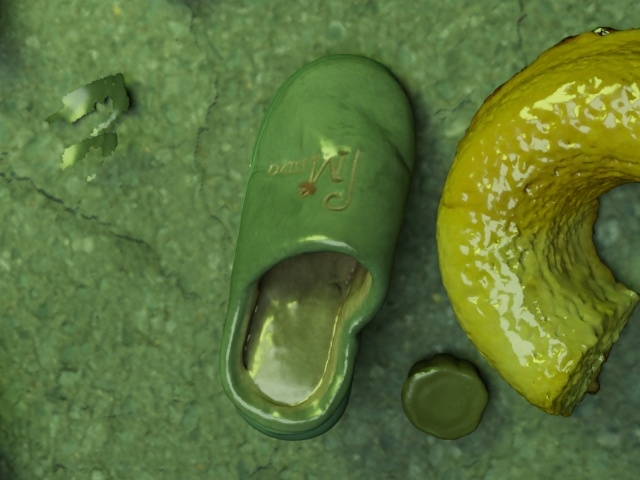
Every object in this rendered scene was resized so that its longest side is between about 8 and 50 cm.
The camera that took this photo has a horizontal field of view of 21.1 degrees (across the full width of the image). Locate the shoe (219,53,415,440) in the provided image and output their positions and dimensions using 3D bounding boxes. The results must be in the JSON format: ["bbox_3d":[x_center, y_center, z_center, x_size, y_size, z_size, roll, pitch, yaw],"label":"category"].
[{"bbox_3d":[0.000,0.000,1.065,0.103,0.100,0.251,11,84,-4],"label":"shoe"}]

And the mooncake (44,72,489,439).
[{"bbox_3d":[-0.040,0.012,1.137,0.150,0.057,0.347,-36,86,7],"label":"mooncake"}]

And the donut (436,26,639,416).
[{"bbox_3d":[0.143,-0.024,1.062,0.152,0.101,0.259,29,111,15],"label":"donut"}]
